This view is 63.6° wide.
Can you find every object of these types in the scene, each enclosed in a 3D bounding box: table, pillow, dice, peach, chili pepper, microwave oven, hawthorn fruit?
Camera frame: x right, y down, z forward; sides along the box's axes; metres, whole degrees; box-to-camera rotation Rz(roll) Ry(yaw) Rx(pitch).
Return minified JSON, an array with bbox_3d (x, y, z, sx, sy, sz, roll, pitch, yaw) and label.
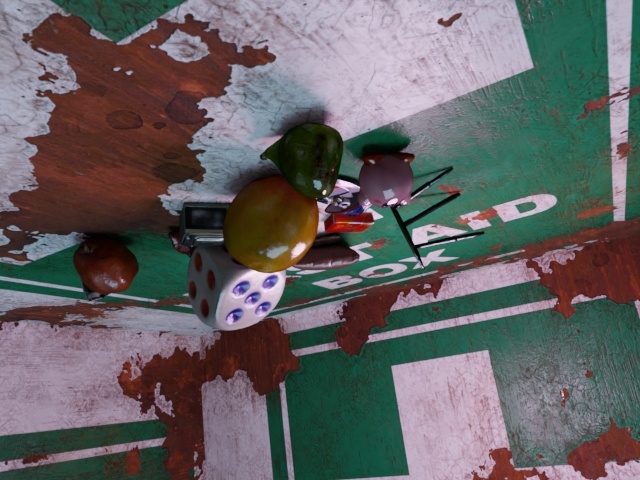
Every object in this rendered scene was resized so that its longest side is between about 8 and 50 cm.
[{"bbox_3d":[0.408,-0.103,1.876,0.249,0.317,0.317,-27,158,11],"label":"table"},{"bbox_3d":[0.015,0.075,2.306,0.306,0.108,0.308,-5,-178,1],"label":"pillow"},{"bbox_3d":[-0.326,0.146,1.999,0.304,0.277,0.304,-7,129,-38],"label":"dice"},{"bbox_3d":[-0.150,-0.059,1.630,0.308,0.308,0.332,14,121,-49],"label":"peach"},{"bbox_3d":[-0.463,0.030,2.075,0.110,0.110,0.388,-19,155,31],"label":"chili pepper"},{"bbox_3d":[-0.383,-0.047,1.816,0.205,0.129,0.163,0,159,-21],"label":"microwave oven"},{"bbox_3d":[-0.816,0.079,1.938,0.211,0.210,0.262,-11,139,9],"label":"hawthorn fruit"}]

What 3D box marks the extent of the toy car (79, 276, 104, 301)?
[{"bbox_3d":[-0.892,0.145,2.168,0.235,0.172,0.158,-22,173,32],"label":"toy car"}]

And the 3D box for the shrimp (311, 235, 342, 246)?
[{"bbox_3d":[0.000,0.000,2.246,0.190,0.042,0.101,-9,174,2],"label":"shrimp"}]

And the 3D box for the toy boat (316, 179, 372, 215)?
[{"bbox_3d":[0.071,-0.171,1.759,0.219,0.071,0.318,-11,152,18],"label":"toy boat"}]

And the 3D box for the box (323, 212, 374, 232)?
[{"bbox_3d":[0.114,-0.070,2.074,0.175,0.048,0.112,-1,160,-21],"label":"box"}]

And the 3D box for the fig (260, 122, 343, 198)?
[{"bbox_3d":[-0.062,-0.222,1.365,0.235,0.203,0.203,14,166,13],"label":"fig"}]

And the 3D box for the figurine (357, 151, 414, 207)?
[{"bbox_3d":[0.199,-0.182,1.576,0.173,0.173,0.173,-7,162,-2],"label":"figurine"}]
